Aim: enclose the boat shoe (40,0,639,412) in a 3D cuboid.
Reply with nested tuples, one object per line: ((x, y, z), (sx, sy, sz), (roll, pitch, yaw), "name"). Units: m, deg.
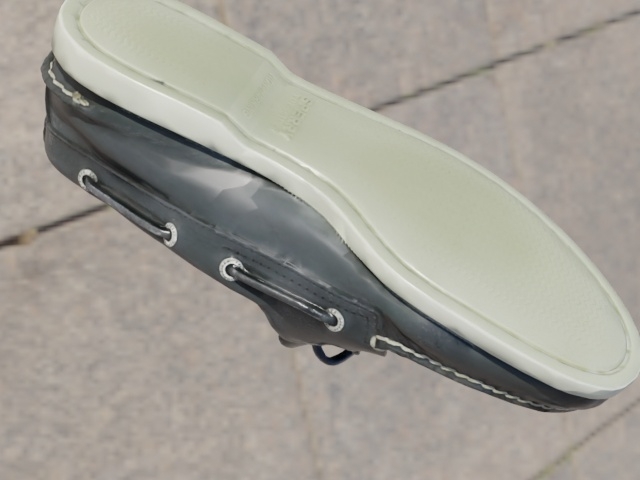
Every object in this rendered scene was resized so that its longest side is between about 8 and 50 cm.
((-0.002, 0.002, 0.934), (0.340, 0.113, 0.127), (29, 36, 1), "boat shoe")
